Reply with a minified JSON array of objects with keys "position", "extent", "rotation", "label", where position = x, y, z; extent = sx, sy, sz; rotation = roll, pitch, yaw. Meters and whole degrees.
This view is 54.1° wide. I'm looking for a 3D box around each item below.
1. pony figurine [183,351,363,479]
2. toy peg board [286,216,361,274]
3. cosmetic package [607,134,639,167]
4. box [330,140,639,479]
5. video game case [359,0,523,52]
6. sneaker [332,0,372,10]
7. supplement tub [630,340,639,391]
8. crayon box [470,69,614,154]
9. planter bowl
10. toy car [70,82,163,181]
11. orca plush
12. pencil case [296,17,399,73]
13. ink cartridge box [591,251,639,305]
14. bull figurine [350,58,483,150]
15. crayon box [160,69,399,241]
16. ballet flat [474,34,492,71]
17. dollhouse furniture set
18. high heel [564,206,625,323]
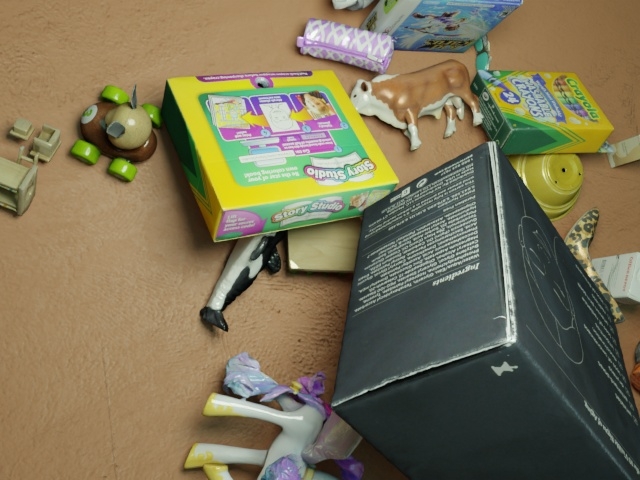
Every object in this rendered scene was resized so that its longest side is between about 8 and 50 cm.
[{"position":[-0.032,0.354,1.165],"extent":[0.363,0.303,0.351],"rotation":[22,83,2],"label":"pony figurine"},{"position":[0.000,0.000,1.314],"extent":[0.161,0.079,0.160],"rotation":[3,66,-17],"label":"toy peg board"},{"position":[0.767,-0.222,1.550],"extent":[0.041,0.115,0.060],"rotation":[-14,86,-18],"label":"cosmetic package"},{"position":[0.297,0.180,1.057],"extent":[0.480,0.297,0.471],"rotation":[47,31,-24],"label":"box"},{"position":[0.252,-0.485,1.361],"extent":[0.270,0.244,0.061],"rotation":[-3,85,-17],"label":"video game case"},{"position":[0.098,-0.647,1.384],"extent":[0.137,0.210,0.366],"rotation":[43,30,-41],"label":"sneaker"},{"position":[0.880,0.236,1.480],"extent":[0.193,0.193,0.316],"rotation":[44,73,-7],"label":"supplement tub"},{"position":[0.528,-0.301,1.461],"extent":[0.323,0.083,0.203],"rotation":[-3,53,-18],"label":"crayon box"},{"position":[0.553,-0.158,1.489],"extent":[0.217,0.090,0.217],"rotation":[3,81,-17],"label":"planter bowl"},{"position":[-0.372,-0.217,1.160],"extent":[0.149,0.188,0.155],"rotation":[26,75,-12],"label":"toy car"},{"position":[-0.119,0.050,1.233],"extent":[0.102,0.151,0.287],"rotation":[29,77,-25],"label":"orca plush"},{"position":[0.059,-0.415,1.348],"extent":[0.206,0.086,0.088],"rotation":[15,46,7],"label":"pencil case"},{"position":[0.699,0.094,1.465],"extent":[0.063,0.150,0.109],"rotation":[22,77,-13],"label":"ink cartridge box"},{"position":[0.216,-0.305,1.402],"extent":[0.310,0.101,0.188],"rotation":[-23,93,-17],"label":"bull figurine"},{"position":[-0.079,-0.176,1.197],"extent":[0.363,0.106,0.313],"rotation":[-11,61,-29],"label":"crayon box"},{"position":[0.395,-0.451,1.510],"extent":[0.041,0.041,0.114],"rotation":[-6,85,-18],"label":"ballet flat"},{"position":[-0.601,-0.159,1.152],"extent":[0.182,0.101,0.161],"rotation":[24,52,-12],"label":"dollhouse furniture set"},{"position":[0.643,0.061,1.438],"extent":[0.186,0.093,0.261],"rotation":[25,83,31],"label":"high heel"}]
